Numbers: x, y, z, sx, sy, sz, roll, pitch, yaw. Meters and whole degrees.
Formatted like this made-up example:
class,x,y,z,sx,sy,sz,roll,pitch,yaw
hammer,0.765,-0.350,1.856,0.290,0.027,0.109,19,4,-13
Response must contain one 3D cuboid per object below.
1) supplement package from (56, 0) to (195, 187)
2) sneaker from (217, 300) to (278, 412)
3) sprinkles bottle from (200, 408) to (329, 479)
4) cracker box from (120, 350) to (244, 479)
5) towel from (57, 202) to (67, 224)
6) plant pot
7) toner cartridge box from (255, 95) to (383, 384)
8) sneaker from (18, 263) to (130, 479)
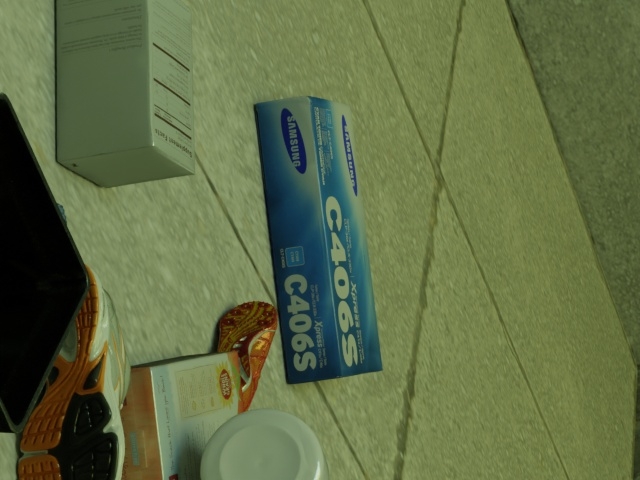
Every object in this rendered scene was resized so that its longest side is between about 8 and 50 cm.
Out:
class,x,y,z,sx,sy,sz,roll,pitch,yaw
supplement package,-0.192,-0.155,1.964,0.105,0.105,0.179,33,52,-65
sneaker,-0.090,0.133,2.230,0.175,0.064,0.067,-67,164,-47
sprinkles bottle,-0.033,0.295,2.043,0.355,0.121,0.121,74,17,-60
cracker box,-0.145,0.198,2.014,0.232,0.067,0.155,-2,85,-72
towel,-0.259,0.023,1.777,0.029,0.067,0.119,140,-49,-59
plant pot,-0.303,0.026,1.491,0.188,0.167,0.187,-73,148,-52
toner cartridge box,0.000,0.000,2.486,0.165,0.075,0.347,1,82,-72
sneaker,-0.209,0.153,1.819,0.121,0.099,0.262,41,46,-68
